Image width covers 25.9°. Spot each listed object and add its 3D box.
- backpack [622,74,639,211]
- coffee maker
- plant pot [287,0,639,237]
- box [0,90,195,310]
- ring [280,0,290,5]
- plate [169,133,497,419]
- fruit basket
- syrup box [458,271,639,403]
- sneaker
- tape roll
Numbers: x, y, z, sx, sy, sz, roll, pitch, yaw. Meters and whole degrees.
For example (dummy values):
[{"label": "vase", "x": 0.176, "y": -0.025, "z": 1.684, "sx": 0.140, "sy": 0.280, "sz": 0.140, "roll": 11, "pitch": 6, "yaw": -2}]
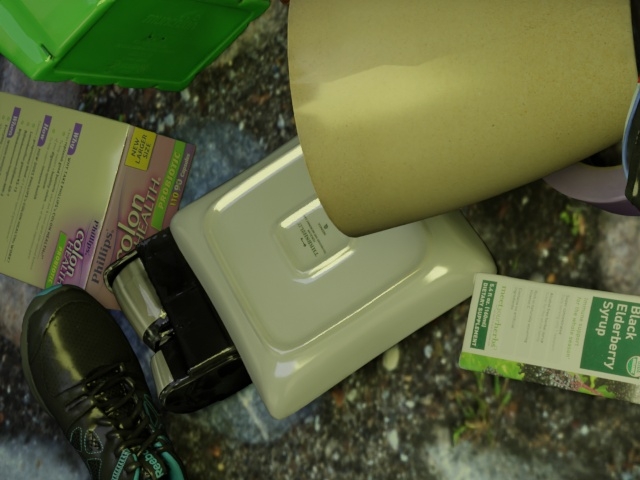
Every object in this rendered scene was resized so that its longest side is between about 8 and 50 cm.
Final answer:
[{"label": "backpack", "x": 0.369, "y": -0.101, "z": 1.084, "sx": 0.276, "sy": 0.213, "sz": 0.263, "roll": 27, "pitch": 89, "yaw": 40}, {"label": "coffee maker", "x": -0.134, "y": 0.076, "z": 1.533, "sx": 0.171, "sy": 0.120, "sz": 0.178, "roll": -43, "pitch": 60, "yaw": 22}, {"label": "plant pot", "x": 0.144, "y": -0.143, "z": 1.220, "sx": 0.274, "sy": 0.256, "sz": 0.256, "roll": -6, "pitch": 77, "yaw": 18}, {"label": "box", "x": -0.298, "y": -0.047, "z": 1.678, "sx": 0.243, "sy": 0.117, "sz": 0.213, "roll": 16, "pitch": 91, "yaw": 38}, {"label": "ring", "x": -0.024, "y": -0.418, "z": 1.467, "sx": 0.336, "sy": 0.032, "sz": 0.336, "roll": -175, "pitch": 90, "yaw": -78}, {"label": "plate", "x": 0.000, "y": 0.000, "z": 1.444, "sx": 0.278, "sy": 0.045, "sz": 0.277, "roll": -34, "pitch": 61, "yaw": 5}, {"label": "fruit basket", "x": -0.287, "y": -0.350, "z": 1.571, "sx": 0.283, "sy": 0.392, "sz": 0.392, "roll": -41, "pitch": 60, "yaw": 23}, {"label": "syrup box", "x": 0.254, "y": 0.094, "z": 1.260, "sx": 0.237, "sy": 0.096, "sz": 0.093, "roll": 8, "pitch": 86, "yaw": 38}, {"label": "sneaker", "x": -0.209, "y": 0.202, "z": 1.498, "sx": 0.140, "sy": 0.125, "sz": 0.341, "roll": -10, "pitch": 105, "yaw": 57}, {"label": "tape roll", "x": 0.283, "y": -0.121, "z": 1.290, "sx": 0.189, "sy": 0.080, "sz": 0.189, "roll": -8, "pitch": 76, "yaw": 34}]
